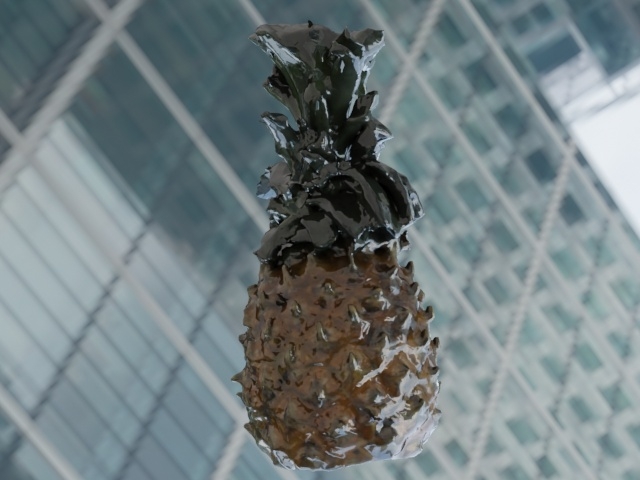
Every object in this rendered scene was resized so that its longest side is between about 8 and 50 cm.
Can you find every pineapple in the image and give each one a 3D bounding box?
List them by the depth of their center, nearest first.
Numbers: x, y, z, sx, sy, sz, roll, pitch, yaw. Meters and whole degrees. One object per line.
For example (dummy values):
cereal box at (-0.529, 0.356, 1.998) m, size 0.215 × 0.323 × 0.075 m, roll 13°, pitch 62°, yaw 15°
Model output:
pineapple at (0.000, 0.000, 1.358) m, size 0.141 × 0.310 × 0.170 m, roll -6°, pitch -179°, yaw -24°
